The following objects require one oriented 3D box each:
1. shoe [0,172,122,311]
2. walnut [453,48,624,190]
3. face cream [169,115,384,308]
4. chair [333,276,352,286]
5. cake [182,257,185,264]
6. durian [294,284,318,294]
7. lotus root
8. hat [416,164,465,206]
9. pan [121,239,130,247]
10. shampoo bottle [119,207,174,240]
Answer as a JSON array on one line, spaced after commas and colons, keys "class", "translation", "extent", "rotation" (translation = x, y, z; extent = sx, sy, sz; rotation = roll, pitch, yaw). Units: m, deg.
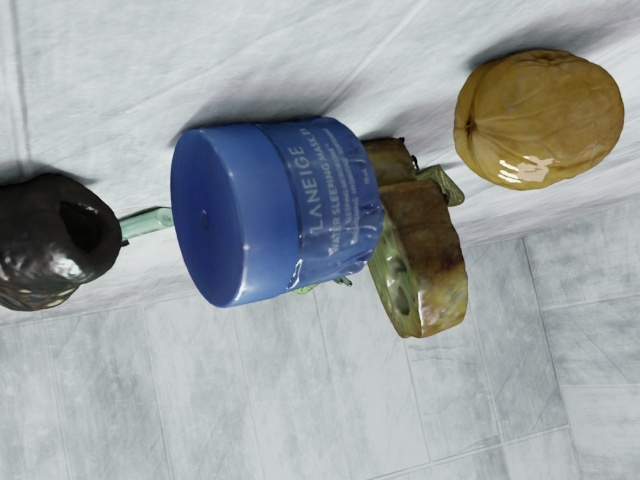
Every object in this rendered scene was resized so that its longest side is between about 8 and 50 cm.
[{"class": "shoe", "translation": [-0.430, 0.009, 1.230], "extent": [0.237, 0.171, 0.384], "rotation": [-8, 165, 1]}, {"class": "walnut", "translation": [0.289, -0.162, 1.036], "extent": [0.222, 0.195, 0.195], "rotation": [-17, 175, -17]}, {"class": "face cream", "translation": [-0.065, -0.047, 1.093], "extent": [0.225, 0.248, 0.249], "rotation": [-14, 175, -30]}, {"class": "chair", "translation": [-0.007, 0.000, 2.115], "extent": [0.271, 0.147, 0.136], "rotation": [32, -177, 17]}, {"class": "cake", "translation": [-0.260, 0.028, 1.997], "extent": [0.109, 0.090, 0.225], "rotation": [0, 166, -41]}, {"class": "durian", "translation": [-0.063, 0.017, 1.786], "extent": [0.163, 0.198, 0.394], "rotation": [-6, 169, -27]}, {"class": "lotus root", "translation": [0.140, 0.009, 1.364], "extent": [0.111, 0.374, 0.390], "rotation": [-20, -147, -8]}, {"class": "hat", "translation": [0.250, -0.134, 1.680], "extent": [0.146, 0.067, 0.146], "rotation": [8, -151, -4]}, {"class": "pan", "translation": [-0.478, 0.007, 1.715], "extent": [0.115, 0.023, 0.068], "rotation": [-9, 174, -41]}, {"class": "shampoo bottle", "translation": [-0.383, -0.024, 1.561], "extent": [0.191, 0.041, 0.069], "rotation": [-15, 178, 24]}]
